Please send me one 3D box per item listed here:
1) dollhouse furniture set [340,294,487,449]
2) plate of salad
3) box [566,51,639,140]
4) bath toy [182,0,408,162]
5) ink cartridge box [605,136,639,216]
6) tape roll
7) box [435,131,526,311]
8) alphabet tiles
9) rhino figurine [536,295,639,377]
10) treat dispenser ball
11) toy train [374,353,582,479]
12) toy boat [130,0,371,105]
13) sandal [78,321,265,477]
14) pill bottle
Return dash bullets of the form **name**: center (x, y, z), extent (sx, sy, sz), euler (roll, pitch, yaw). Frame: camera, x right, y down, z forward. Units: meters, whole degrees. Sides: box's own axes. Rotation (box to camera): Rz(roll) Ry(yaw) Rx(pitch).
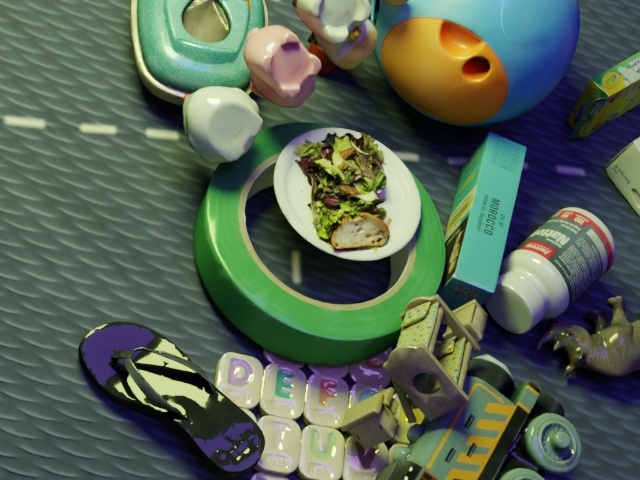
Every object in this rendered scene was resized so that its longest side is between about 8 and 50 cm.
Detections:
- **dollhouse furniture set**: center (0.100, 0.138, 1.598), extent (0.101, 0.161, 0.182), euler (50, 30, -16)
- **plate of salad**: center (0.039, -0.066, 1.660), extent (0.199, 0.048, 0.200), euler (10, 57, -15)
- **box**: center (0.441, -0.220, 1.957), extent (0.179, 0.105, 0.043), euler (-32, 70, -31)
- **bath toy**: center (-0.041, -0.234, 1.652), extent (0.348, 0.129, 0.151), euler (-44, 125, -9)
- **ink cartridge box**: center (0.554, -0.110, 1.950), extent (0.212, 0.093, 0.154), euler (-30, 78, -29)
- **tape roll**: center (0.000, 0.000, 1.681), extent (0.321, 0.077, 0.321), euler (10, 56, -15)
- **box**: center (0.212, -0.019, 1.768), extent (0.060, 0.100, 0.244), euler (22, 58, -7)
- **alphabet tiles**: center (0.003, 0.231, 1.603), extent (0.284, 0.021, 0.278), euler (14, 59, -13)
- **rhino figurine**: center (0.403, 0.135, 1.775), extent (0.243, 0.073, 0.106), euler (-2, 61, -20)
- **treat dispenser ball**: center (0.212, -0.300, 1.804), extent (0.288, 0.288, 0.288), euler (9, 61, -16)
- **toy train**: center (0.176, 0.287, 1.559), extent (0.190, 0.142, 0.334), euler (39, 56, -5)
- **toy boat**: center (-0.097, -0.300, 1.771), extent (0.318, 0.148, 0.268), euler (5, 62, -18)
- **sandal**: center (-0.169, 0.173, 1.533), extent (0.254, 0.054, 0.097), euler (34, 60, 8)
- **pill bottle**: center (0.307, 0.043, 1.765), extent (0.108, 0.108, 0.180), euler (47, 57, 8)
